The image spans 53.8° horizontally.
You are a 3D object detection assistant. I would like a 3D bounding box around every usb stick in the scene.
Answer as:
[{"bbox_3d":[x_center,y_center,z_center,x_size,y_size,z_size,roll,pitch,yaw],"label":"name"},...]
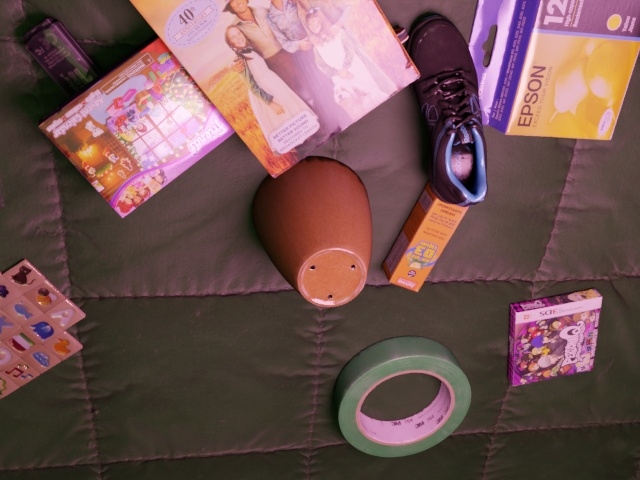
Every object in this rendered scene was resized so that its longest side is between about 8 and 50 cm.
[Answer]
[{"bbox_3d":[-0.381,-0.243,1.070,0.077,0.045,0.278,-28,121,14],"label":"usb stick"}]

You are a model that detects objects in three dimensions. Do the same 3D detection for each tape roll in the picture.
[{"bbox_3d":[0.194,0.377,1.510,0.321,0.077,0.321,-4,120,-7],"label":"tape roll"}]

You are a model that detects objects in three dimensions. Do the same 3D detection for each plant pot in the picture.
[{"bbox_3d":[0.000,0.000,1.157,0.237,0.254,0.237,-4,119,-8],"label":"plant pot"}]

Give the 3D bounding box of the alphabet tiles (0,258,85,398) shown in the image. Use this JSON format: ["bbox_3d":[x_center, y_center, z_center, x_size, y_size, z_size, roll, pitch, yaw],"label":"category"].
[{"bbox_3d":[-0.670,0.183,1.281,0.342,0.011,0.285,-31,119,8],"label":"alphabet tiles"}]

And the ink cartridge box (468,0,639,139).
[{"bbox_3d":[0.425,-0.340,1.148,0.307,0.072,0.304,-1,120,-12],"label":"ink cartridge box"}]

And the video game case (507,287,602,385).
[{"bbox_3d":[0.557,0.235,1.513,0.210,0.042,0.232,-10,121,-3],"label":"video game case"}]

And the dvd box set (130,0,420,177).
[{"bbox_3d":[-0.076,-0.343,0.982,0.307,0.062,0.420,-33,118,10],"label":"dvd box set"}]

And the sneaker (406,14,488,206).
[{"bbox_3d":[0.240,-0.225,1.108,0.125,0.139,0.341,-15,102,-2],"label":"sneaker"}]

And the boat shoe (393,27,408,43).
[{"bbox_3d":[0.084,-0.349,1.093,0.137,0.049,0.043,-14,119,3],"label":"boat shoe"}]

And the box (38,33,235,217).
[{"bbox_3d":[-0.284,-0.206,1.060,0.293,0.057,0.201,-39,120,-5],"label":"box"}]

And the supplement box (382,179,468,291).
[{"bbox_3d":[0.215,-0.012,1.291,0.078,0.080,0.233,18,117,-17],"label":"supplement box"}]
